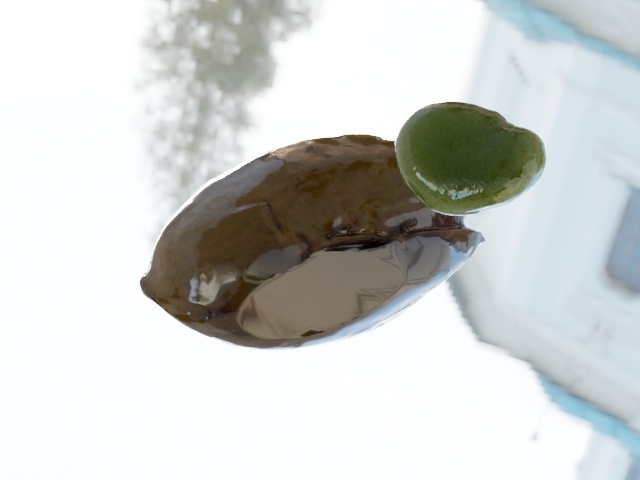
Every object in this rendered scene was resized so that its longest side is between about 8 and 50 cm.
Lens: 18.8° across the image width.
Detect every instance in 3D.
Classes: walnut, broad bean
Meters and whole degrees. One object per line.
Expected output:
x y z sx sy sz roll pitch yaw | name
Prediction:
0.000 0.000 1.274 0.245 0.137 0.137 -17 -140 -6 | walnut
0.081 -0.044 1.056 0.083 0.063 0.045 10 176 7 | broad bean
